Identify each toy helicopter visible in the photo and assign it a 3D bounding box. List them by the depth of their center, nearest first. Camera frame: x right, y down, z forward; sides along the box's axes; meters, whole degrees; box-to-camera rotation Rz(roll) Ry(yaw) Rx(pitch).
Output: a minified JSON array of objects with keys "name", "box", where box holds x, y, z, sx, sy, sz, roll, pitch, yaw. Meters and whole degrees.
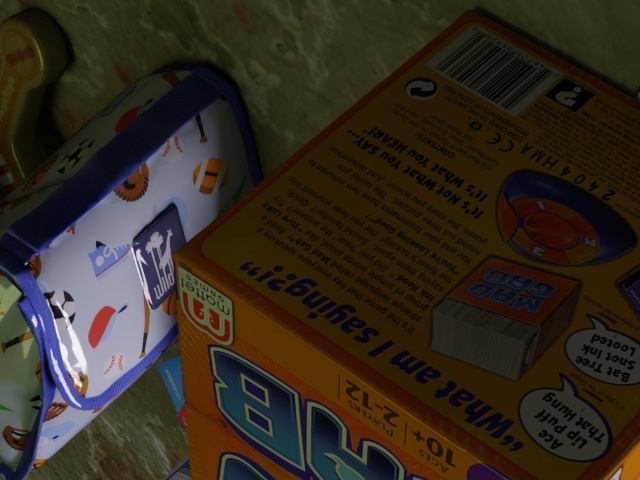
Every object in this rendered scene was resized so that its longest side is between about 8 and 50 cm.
[{"name":"toy helicopter","box":[-0.359,-0.133,2.184,0.235,0.140,0.355,49,140,19]}]

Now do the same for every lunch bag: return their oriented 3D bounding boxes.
[{"name":"lunch bag","box":[-0.233,0.026,1.962,0.239,0.328,0.385,40,146,7]}]

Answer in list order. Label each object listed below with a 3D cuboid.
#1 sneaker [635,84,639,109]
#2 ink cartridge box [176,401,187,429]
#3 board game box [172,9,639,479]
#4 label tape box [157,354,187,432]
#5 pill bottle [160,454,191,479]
[{"name":"sneaker","box":[0.310,-0.086,1.162,0.281,0.162,0.106,5,126,48]},{"name":"ink cartridge box","box":[-0.074,0.162,1.912,0.099,0.056,0.135,51,139,20]},{"name":"board game box","box":[0.139,0.112,1.551,0.356,0.356,0.356,33,146,26]},{"name":"label tape box","box":[0.005,0.176,1.960,0.334,0.106,0.240,-24,90,52]},{"name":"pill bottle","box":[-0.155,0.323,2.327,0.108,0.180,0.108,33,146,26]}]
